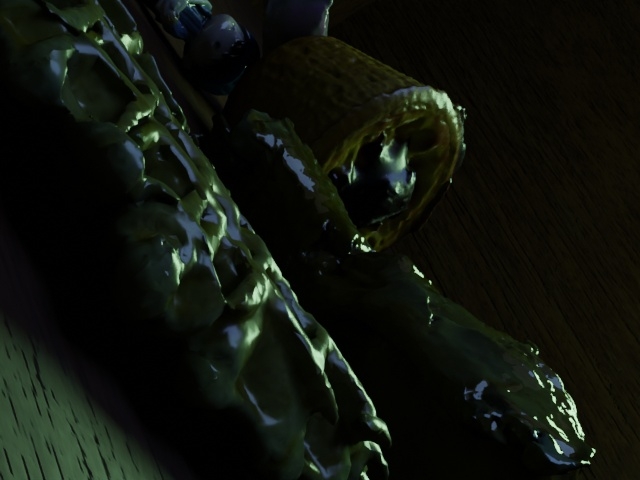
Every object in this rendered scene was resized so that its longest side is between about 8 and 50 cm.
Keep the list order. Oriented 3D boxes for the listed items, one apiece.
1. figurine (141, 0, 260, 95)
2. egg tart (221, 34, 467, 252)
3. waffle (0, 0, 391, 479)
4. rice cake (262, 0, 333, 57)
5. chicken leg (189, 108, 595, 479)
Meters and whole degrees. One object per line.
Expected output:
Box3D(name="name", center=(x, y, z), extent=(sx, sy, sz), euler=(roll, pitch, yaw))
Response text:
Box3D(name="figurine", center=(-0.121, -0.205, 1.547), extent=(0.149, 0.087, 0.086), euler=(45, 53, -18))
Box3D(name="egg tart", center=(0.015, -0.085, 1.429), extent=(0.171, 0.215, 0.215), euler=(49, -1, 31))
Box3D(name="waffle", center=(-0.069, -0.011, 0.770), extent=(0.317, 0.073, 0.297), euler=(53, 7, -51))
Box3D(name="rice cake", center=(-0.026, -0.155, 1.622), extent=(0.399, 0.070, 0.064), euler=(92, 1, -71))
Box3D(name="chicken leg", center=(0.035, 0.051, 1.132), extent=(0.429, 0.153, 0.201), euler=(53, 9, 28))
